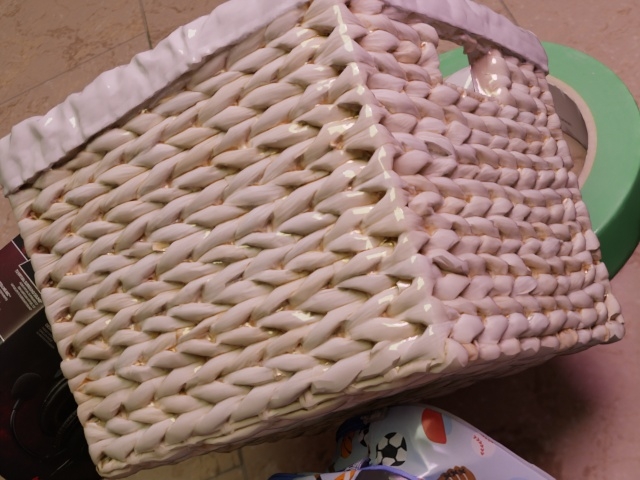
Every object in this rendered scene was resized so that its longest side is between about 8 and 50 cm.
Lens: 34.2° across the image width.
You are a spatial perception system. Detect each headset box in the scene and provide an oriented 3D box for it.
[{"bbox_3d":[-0.215,0.087,0.987,0.293,0.218,0.110,-41,47,-10],"label":"headset box"}]

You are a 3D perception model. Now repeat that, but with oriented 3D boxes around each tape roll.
[{"bbox_3d":[0.156,-0.059,1.019,0.321,0.077,0.321,-14,50,17],"label":"tape roll"}]

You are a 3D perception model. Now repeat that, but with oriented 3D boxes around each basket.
[{"bbox_3d":[0.000,0.000,0.780,0.331,0.328,0.266,-23,76,32],"label":"basket"}]

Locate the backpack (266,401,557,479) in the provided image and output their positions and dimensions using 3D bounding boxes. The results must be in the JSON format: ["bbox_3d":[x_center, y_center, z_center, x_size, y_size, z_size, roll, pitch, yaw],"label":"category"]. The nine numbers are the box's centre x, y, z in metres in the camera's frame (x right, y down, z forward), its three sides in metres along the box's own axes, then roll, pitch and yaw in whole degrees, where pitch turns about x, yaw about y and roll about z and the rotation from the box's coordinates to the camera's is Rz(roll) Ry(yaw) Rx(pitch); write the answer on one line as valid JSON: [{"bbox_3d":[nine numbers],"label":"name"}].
[{"bbox_3d":[0.055,0.238,0.696,0.263,0.276,0.213,-33,22,54],"label":"backpack"}]
